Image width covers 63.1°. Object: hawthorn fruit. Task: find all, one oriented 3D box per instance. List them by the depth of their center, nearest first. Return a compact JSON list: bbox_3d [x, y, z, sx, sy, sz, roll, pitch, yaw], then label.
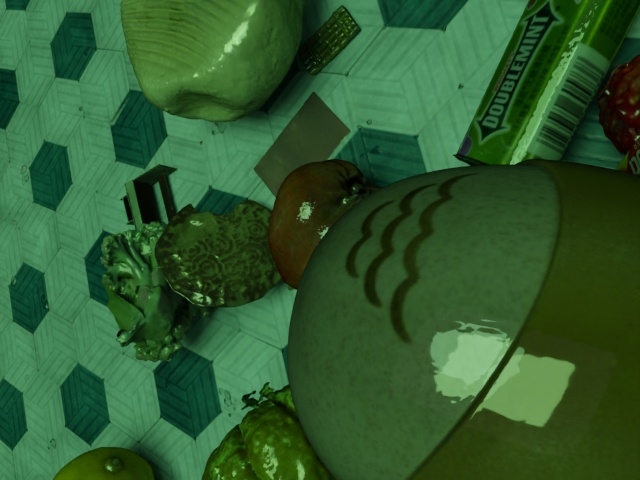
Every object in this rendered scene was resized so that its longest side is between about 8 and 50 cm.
[{"bbox_3d":[0.000,0.000,0.811,0.199,0.199,0.251,53,128,22],"label":"hawthorn fruit"}]

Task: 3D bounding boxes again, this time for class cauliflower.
[{"bbox_3d":[-0.296,0.112,0.939,0.315,0.239,0.256,-118,48,-69],"label":"cauliflower"}]

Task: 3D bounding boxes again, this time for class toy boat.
[{"bbox_3d":[0.012,-0.346,0.904,0.115,0.016,0.063,-38,69,25],"label":"toy boat"}]

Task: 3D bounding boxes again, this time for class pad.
[{"bbox_3d":[-0.039,-0.161,0.936,0.187,0.006,0.113,-48,65,21],"label":"pad"}]

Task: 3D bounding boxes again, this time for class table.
[{"bbox_3d":[-0.364,-0.056,1.104,0.175,0.062,0.146,-24,76,26],"label":"table"}]

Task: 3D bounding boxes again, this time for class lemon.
[{"bbox_3d":[-0.437,0.545,1.031,0.234,0.234,0.288,28,104,30],"label":"lemon"}]

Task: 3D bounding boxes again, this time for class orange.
[{"bbox_3d":[-0.033,0.344,0.742,0.301,0.300,0.223,-52,59,17],"label":"orange"}]

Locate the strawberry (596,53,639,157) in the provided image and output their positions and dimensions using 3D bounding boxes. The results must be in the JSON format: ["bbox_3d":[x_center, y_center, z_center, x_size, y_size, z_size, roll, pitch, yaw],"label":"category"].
[{"bbox_3d":[0.415,-0.136,0.561,0.205,0.205,0.244,-58,42,17],"label":"strawberry"}]

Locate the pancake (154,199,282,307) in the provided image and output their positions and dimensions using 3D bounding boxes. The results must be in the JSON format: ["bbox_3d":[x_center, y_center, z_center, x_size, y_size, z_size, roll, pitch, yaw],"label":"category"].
[{"bbox_3d":[-0.166,0.018,0.908,0.235,0.029,0.211,2,62,-9],"label":"pancake"}]

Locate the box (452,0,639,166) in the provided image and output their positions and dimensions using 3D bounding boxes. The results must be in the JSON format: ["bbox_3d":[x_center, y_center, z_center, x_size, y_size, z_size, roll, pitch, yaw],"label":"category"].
[{"bbox_3d":[0.297,-0.238,0.661,0.134,0.097,0.345,43,113,55],"label":"box"}]

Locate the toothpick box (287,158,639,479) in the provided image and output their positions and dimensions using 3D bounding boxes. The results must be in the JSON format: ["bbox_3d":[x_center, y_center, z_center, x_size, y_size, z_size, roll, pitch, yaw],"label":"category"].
[{"bbox_3d":[0.219,0.125,0.535,0.426,0.409,0.408,4,91,35],"label":"toothpick box"}]

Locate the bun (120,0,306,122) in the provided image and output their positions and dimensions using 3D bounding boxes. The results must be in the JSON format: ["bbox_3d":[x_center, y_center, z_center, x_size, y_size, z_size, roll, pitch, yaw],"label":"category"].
[{"bbox_3d":[-0.165,-0.373,0.892,0.349,0.227,0.352,28,105,29],"label":"bun"}]

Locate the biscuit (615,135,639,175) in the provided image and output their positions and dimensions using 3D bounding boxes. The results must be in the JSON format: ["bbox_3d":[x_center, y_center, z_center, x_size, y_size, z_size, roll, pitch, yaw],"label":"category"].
[{"bbox_3d":[0.334,-0.071,0.559,0.026,0.292,0.048,-11,64,0],"label":"biscuit"}]
